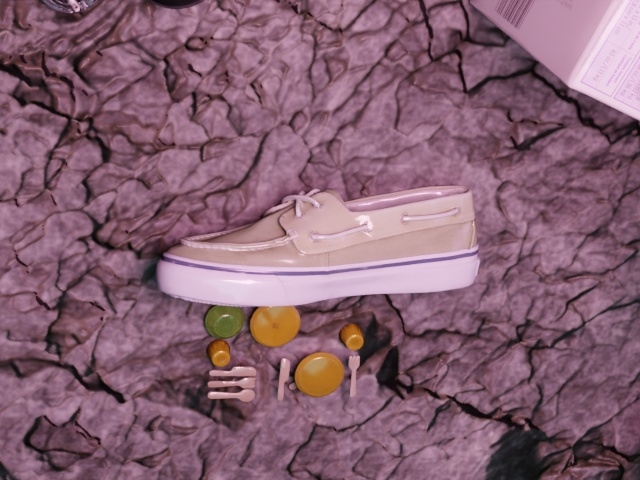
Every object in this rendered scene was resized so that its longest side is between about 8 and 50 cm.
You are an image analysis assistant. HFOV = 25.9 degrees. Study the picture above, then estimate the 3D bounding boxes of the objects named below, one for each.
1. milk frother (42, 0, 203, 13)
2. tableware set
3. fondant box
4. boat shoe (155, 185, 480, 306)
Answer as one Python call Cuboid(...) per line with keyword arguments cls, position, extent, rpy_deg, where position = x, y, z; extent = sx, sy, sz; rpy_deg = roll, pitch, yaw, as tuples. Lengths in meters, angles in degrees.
Cuboid(cls="milk frother", position=(-0.160, -0.220, 1.063), extent=(0.129, 0.135, 0.143), rpy_deg=(45, 97, 4))
Cuboid(cls="tableware set", position=(-0.034, 0.101, 1.316), extent=(0.154, 0.024, 0.104), rpy_deg=(0, 112, -13))
Cuboid(cls="fondant box", position=(0.314, -0.140, 1.159), extent=(0.330, 0.238, 0.096), rpy_deg=(21, 108, -22))
Cuboid(cls="boat shoe", position=(0.000, 0.000, 1.241), extent=(0.302, 0.109, 0.094), rpy_deg=(-4, 101, -22))
